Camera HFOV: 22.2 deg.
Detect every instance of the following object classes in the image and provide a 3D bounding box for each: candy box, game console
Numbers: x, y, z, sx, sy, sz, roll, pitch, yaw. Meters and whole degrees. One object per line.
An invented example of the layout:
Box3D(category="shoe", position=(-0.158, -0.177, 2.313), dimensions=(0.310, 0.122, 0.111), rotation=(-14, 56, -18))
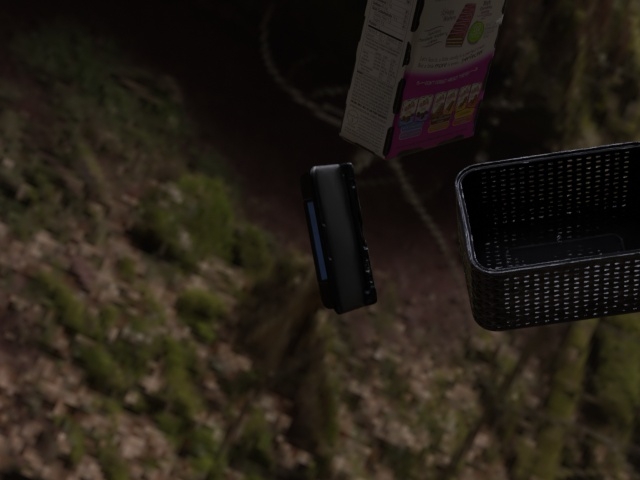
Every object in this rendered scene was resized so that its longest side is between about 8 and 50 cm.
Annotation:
Box3D(category="candy box", position=(0.113, -0.212, 1.681), dimensions=(0.071, 0.233, 0.159), rotation=(30, 30, 32))
Box3D(category="game console", position=(0.000, 0.000, 1.361), dimensions=(0.071, 0.122, 0.107), rotation=(-10, 1, -34))

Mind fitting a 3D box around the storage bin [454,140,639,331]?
Box3D(category="storage bin", position=(0.210, -0.004, 1.385), dimensions=(0.180, 0.122, 0.084), rotation=(-8, -40, 1))
